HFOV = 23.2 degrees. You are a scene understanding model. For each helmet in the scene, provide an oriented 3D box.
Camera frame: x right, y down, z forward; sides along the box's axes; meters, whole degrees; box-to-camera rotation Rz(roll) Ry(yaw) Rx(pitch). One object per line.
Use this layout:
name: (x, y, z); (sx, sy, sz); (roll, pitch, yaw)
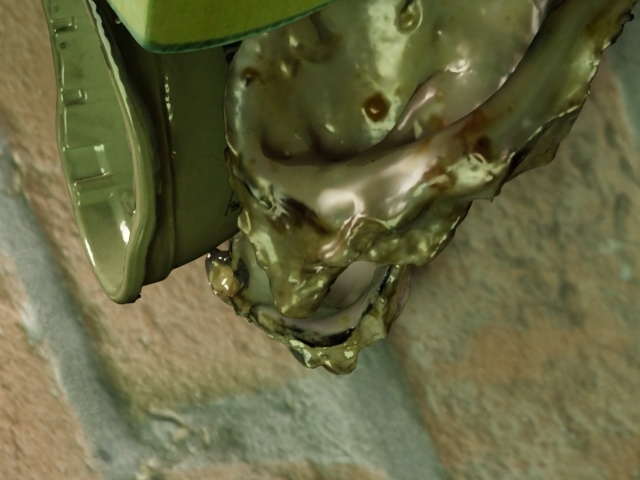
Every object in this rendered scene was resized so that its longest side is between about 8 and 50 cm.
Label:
helmet: (-0.080, -0.099, 0.890); (0.204, 0.137, 0.257); (-130, 29, -54)

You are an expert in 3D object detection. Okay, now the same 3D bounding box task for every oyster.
oyster: (0.079, -0.116, 0.778); (0.221, 0.096, 0.361); (21, 100, 33)
oyster: (0.000, 0.000, 0.947); (0.191, 0.081, 0.163); (1, 90, 41)

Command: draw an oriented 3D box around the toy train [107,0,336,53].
toy train: (-0.097, -0.284, 0.719); (0.397, 0.160, 0.253); (54, 151, 27)
